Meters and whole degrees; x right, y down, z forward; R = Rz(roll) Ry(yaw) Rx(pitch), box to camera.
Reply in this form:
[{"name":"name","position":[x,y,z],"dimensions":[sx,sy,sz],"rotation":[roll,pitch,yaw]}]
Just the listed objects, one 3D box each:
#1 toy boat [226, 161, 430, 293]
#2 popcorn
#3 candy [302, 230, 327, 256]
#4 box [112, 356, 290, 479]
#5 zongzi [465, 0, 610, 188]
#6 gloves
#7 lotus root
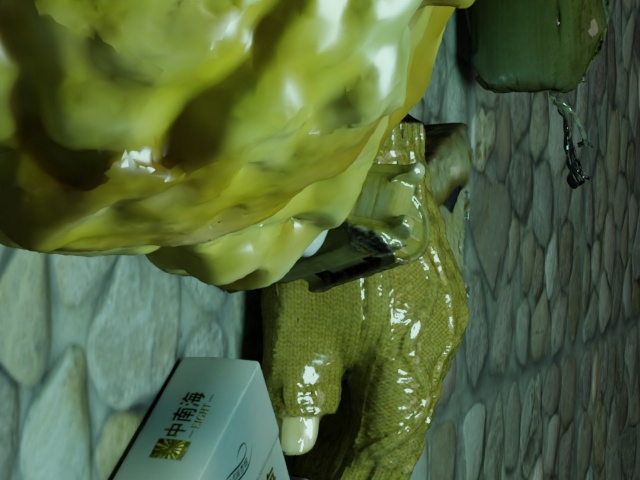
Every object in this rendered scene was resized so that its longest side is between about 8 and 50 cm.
[{"name":"toy boat","position":[0.000,0.000,1.176],"dimensions":[0.088,0.226,0.068],"rotation":[29,60,-28]},{"name":"popcorn","position":[-0.092,-0.164,0.758],"dimensions":[0.354,0.390,0.344],"rotation":[40,-66,64]},{"name":"candy","position":[-0.047,-0.182,1.104],"dimensions":[0.208,0.145,0.359],"rotation":[63,35,-50]},{"name":"box","position":[-0.074,0.224,1.186],"dimensions":[0.155,0.067,0.243],"rotation":[-65,150,-48]},{"name":"zongzi","position":[0.234,-0.301,1.715],"dimensions":[0.418,0.181,0.447],"rotation":[51,43,-80]},{"name":"gloves","position":[0.036,0.068,1.336],"dimensions":[0.203,0.155,0.356],"rotation":[2,94,-65]},{"name":"lotus root","position":[0.095,-0.007,1.602],"dimensions":[0.170,0.074,0.261],"rotation":[26,68,-65]}]
